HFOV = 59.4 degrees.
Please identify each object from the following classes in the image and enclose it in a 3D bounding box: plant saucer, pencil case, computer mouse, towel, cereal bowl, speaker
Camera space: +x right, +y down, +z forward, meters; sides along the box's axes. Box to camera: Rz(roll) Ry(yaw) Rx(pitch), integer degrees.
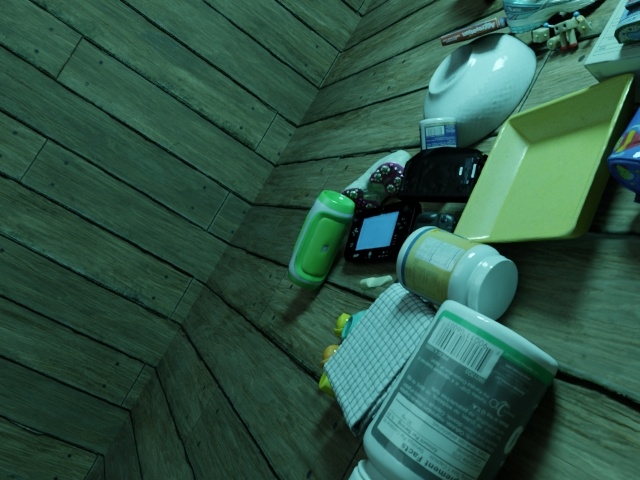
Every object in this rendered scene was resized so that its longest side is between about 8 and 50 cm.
[{"bbox_3d":[0.436,-0.123,1.088,0.333,0.080,0.332,-62,18,-13],"label":"plant saucer"},{"bbox_3d":[0.575,-0.204,0.868,0.306,0.133,0.119,-57,-11,-2],"label":"pencil case"},{"bbox_3d":[0.600,-0.612,1.474,0.071,0.041,0.242,-24,39,56],"label":"computer mouse"},{"bbox_3d":[0.152,0.253,1.165,0.284,0.121,0.235,-53,24,7],"label":"towel"},{"bbox_3d":[0.399,-0.423,1.516,0.339,0.141,0.339,-45,25,27],"label":"cereal bowl"},{"bbox_3d":[0.000,0.000,1.736,0.131,0.131,0.297,-110,40,-64],"label":"speaker"}]

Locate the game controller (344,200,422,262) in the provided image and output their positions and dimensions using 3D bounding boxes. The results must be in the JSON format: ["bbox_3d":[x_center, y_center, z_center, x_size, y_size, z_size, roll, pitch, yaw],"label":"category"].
[{"bbox_3d":[0.166,-0.020,1.567,0.319,0.067,0.167,-11,50,62],"label":"game controller"}]

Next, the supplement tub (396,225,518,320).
[{"bbox_3d":[0.262,0.064,1.090,0.199,0.144,0.144,25,83,48],"label":"supplement tub"}]

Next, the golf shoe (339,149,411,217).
[{"bbox_3d":[0.171,-0.172,1.739,0.306,0.115,0.140,-31,19,45],"label":"golf shoe"}]

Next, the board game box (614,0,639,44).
[{"bbox_3d":[0.563,-0.384,0.881,0.194,0.060,0.194,-60,26,-10],"label":"board game box"}]

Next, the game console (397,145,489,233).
[{"bbox_3d":[0.257,-0.048,1.309,0.213,0.043,0.362,7,79,48],"label":"game console"}]

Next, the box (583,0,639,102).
[{"bbox_3d":[0.616,-0.380,1.005,0.233,0.126,0.148,-59,24,-4],"label":"box"}]

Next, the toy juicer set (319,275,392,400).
[{"bbox_3d":[0.101,0.216,1.377,0.329,0.089,0.209,-63,8,9],"label":"toy juicer set"}]

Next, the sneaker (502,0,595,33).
[{"bbox_3d":[0.578,-0.614,1.355,0.282,0.122,0.110,-21,36,29],"label":"sneaker"}]

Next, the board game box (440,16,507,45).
[{"bbox_3d":[0.434,-0.567,1.513,0.145,0.027,0.281,-11,15,33],"label":"board game box"}]

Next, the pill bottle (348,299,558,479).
[{"bbox_3d":[0.196,0.295,0.889,0.361,0.204,0.204,-58,22,-2],"label":"pill bottle"}]

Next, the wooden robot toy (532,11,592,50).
[{"bbox_3d":[0.594,-0.498,1.332,0.079,0.076,0.173,-26,14,-18],"label":"wooden robot toy"}]

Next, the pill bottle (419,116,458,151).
[{"bbox_3d":[0.303,-0.222,1.427,0.094,0.094,0.170,-171,75,-67],"label":"pill bottle"}]
